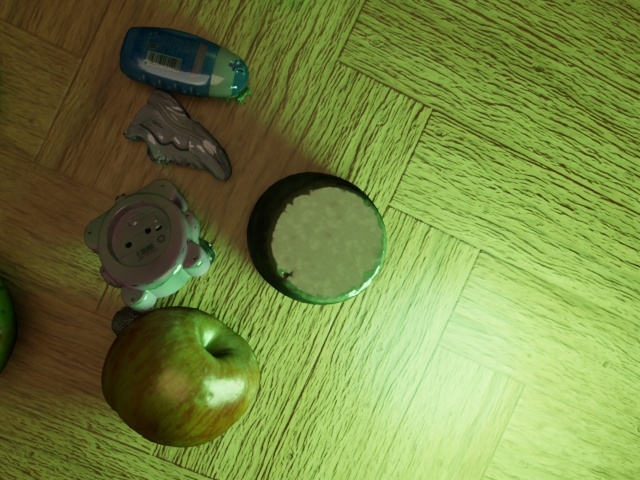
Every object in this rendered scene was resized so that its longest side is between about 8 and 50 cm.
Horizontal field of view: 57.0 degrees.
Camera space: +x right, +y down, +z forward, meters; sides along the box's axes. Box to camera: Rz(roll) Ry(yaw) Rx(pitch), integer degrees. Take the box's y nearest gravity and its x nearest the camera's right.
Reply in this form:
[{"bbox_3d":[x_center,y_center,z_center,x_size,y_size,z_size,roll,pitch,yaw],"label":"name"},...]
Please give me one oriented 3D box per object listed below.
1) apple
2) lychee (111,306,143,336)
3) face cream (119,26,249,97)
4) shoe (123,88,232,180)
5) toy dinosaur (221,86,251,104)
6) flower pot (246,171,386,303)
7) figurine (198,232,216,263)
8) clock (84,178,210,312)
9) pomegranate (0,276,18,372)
[{"bbox_3d":[-0.295,0.287,1.208,0.302,0.301,0.301,0,93,-7],"label":"apple"},{"bbox_3d":[-0.421,0.182,1.293,0.067,0.083,0.068,39,47,-39],"label":"lychee"},{"bbox_3d":[-0.284,-0.379,1.265,0.264,0.083,0.148,13,67,-7],"label":"face cream"},{"bbox_3d":[-0.306,-0.203,1.278,0.137,0.095,0.245,-45,93,1],"label":"shoe"},{"bbox_3d":[-0.195,-0.335,1.317,0.062,0.021,0.083,-42,100,-11],"label":"toy dinosaur"},{"bbox_3d":[0.000,0.000,1.203,0.294,0.330,0.293,-1,94,-8],"label":"flower pot"},{"bbox_3d":[-0.284,0.007,1.306,0.072,0.054,0.129,-30,94,0],"label":"figurine"},{"bbox_3d":[-0.355,0.010,1.224,0.228,0.090,0.247,-34,61,-4],"label":"clock"},{"bbox_3d":[-0.769,0.170,1.191,0.359,0.216,0.309,2,93,23],"label":"pomegranate"}]
